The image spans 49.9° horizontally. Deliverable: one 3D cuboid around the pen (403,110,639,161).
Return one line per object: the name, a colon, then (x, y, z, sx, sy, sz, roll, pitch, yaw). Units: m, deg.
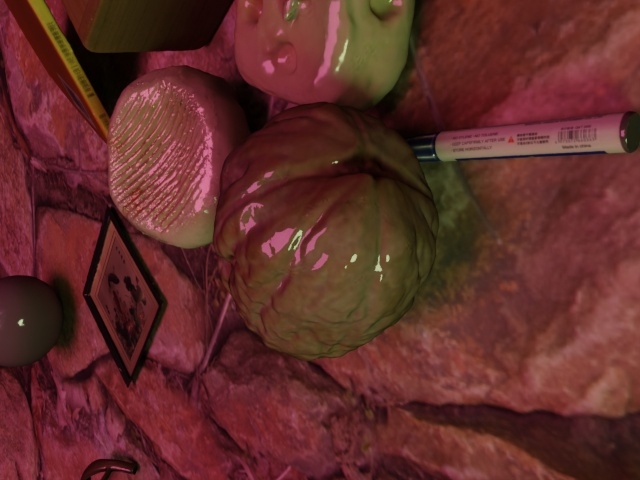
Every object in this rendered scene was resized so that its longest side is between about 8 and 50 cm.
pen: (0.118, -0.067, 0.478, 0.204, 0.025, 0.025, 3, 100, 50)

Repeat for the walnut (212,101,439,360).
walnut: (-0.002, 0.001, 0.526, 0.178, 0.178, 0.230, 60, 154, 22)

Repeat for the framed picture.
framed picture: (-0.290, 0.082, 0.995, 0.195, 0.010, 0.199, 53, 133, 28)

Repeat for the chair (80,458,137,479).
chair: (-0.318, 0.480, 1.009, 0.188, 0.166, 0.272, -56, 14, 41)

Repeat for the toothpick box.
toothpick box: (-0.212, -0.358, 0.693, 0.187, 0.190, 0.308, -44, 69, 44)

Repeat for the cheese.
cheese: (0.004, -0.233, 0.525, 0.159, 0.093, 0.263, 28, 118, 42)

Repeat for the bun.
bun: (-0.135, -0.086, 0.710, 0.183, 0.102, 0.183, 4, 98, 31)

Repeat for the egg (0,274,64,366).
egg: (-0.513, 0.138, 1.161, 0.198, 0.146, 0.146, -44, 65, 52)

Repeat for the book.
book: (-0.371, -0.305, 0.840, 0.262, 0.028, 0.374, 45, 162, 38)
